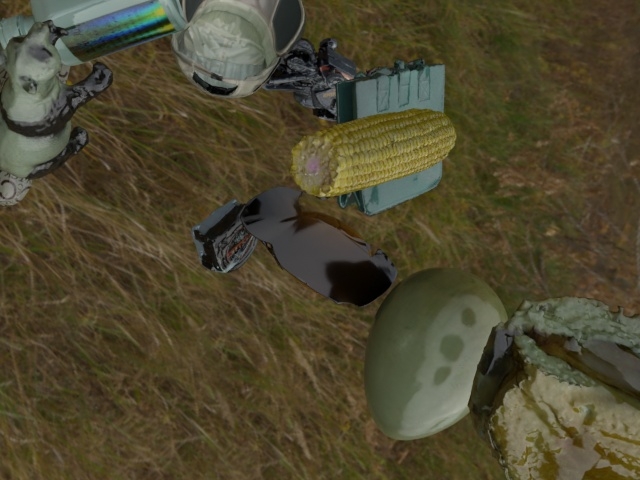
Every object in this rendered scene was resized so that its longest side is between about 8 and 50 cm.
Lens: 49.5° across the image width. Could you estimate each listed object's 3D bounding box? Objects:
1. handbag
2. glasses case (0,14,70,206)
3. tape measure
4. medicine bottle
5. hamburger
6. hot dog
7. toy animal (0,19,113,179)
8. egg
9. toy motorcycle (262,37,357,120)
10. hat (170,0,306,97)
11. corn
[{"bbox_3d":[0.132,-0.208,1.370,0.268,0.100,0.274,-26,122,-38],"label":"handbag"},{"bbox_3d":[-0.554,-0.236,1.266,0.085,0.137,0.355,19,88,-71],"label":"glasses case"},{"bbox_3d":[-0.242,-0.007,1.799,0.182,0.107,0.181,-45,152,-36],"label":"tape measure"},{"bbox_3d":[-0.303,-0.292,0.917,0.229,0.083,0.121,-19,168,1],"label":"medicine bottle"},{"bbox_3d":[0.280,0.192,0.656,0.132,0.309,0.211,-62,171,-52],"label":"hamburger"},{"bbox_3d":[-0.003,0.006,1.467,0.194,0.326,0.107,-42,-176,-6],"label":"hot dog"},{"bbox_3d":[-0.304,-0.149,0.750,0.121,0.094,0.225,-54,-171,-35],"label":"toy animal"},{"bbox_3d":[0.180,0.185,1.122,0.218,0.218,0.295,32,82,-51],"label":"egg"},{"bbox_3d":[-0.002,-0.344,1.518,0.307,0.108,0.173,16,146,-39],"label":"toy motorcycle"},{"bbox_3d":[-0.162,-0.400,1.284,0.232,0.161,0.275,14,99,-22],"label":"hat"},{"bbox_3d":[0.072,-0.108,0.816,0.248,0.081,0.081,-20,127,-44],"label":"corn"}]
